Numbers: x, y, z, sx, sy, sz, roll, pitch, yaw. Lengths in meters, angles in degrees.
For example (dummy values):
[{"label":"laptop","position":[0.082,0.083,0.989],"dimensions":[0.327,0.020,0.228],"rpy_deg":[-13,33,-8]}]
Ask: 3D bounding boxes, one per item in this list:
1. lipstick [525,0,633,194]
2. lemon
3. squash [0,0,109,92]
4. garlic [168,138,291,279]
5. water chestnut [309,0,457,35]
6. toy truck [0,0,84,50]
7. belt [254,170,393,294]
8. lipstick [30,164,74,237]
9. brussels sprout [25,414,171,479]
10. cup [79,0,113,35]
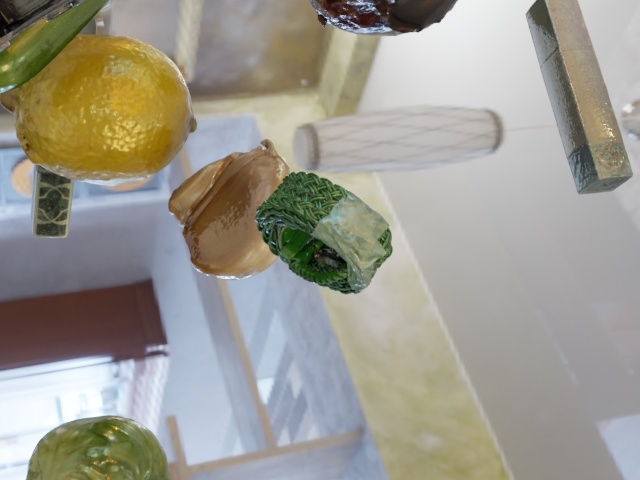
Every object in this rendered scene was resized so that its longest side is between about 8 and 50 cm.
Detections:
[{"label":"lipstick","position":[0.397,-0.231,1.504],"dimensions":[0.068,0.066,0.317],"rpy_deg":[127,-46,-66]},{"label":"lemon","position":[-0.358,-0.211,1.579],"dimensions":[0.245,0.319,0.245],"rpy_deg":[-175,-90,-74]},{"label":"squash","position":[-0.366,-0.354,1.404],"dimensions":[0.379,0.101,0.101],"rpy_deg":[-57,-171,-20]},{"label":"garlic","position":[-0.118,-0.046,1.528],"dimensions":[0.228,0.110,0.217],"rpy_deg":[-40,-128,23]},{"label":"water chestnut","position":[0.129,-0.479,1.584],"dimensions":[0.302,0.350,0.350],"rpy_deg":[38,-45,37]},{"label":"toy truck","position":[-0.322,-0.257,1.018],"dimensions":[0.083,0.192,0.092],"rpy_deg":[59,17,-17]},{"label":"belt","position":[0.000,0.000,1.028],"dimensions":[0.151,0.079,0.121],"rpy_deg":[26,-31,19]},{"label":"lipstick","position":[-0.489,-0.131,1.788],"dimensions":[0.076,0.077,0.290],"rpy_deg":[-112,-150,-44]},{"label":"brussels sprout","position":[-0.351,0.392,1.525],"dimensions":[0.244,0.244,0.244],"rpy_deg":[172,-90,-70]},{"label":"cup","position":[-0.421,-0.407,1.819],"dimensions":[0.116,0.074,0.104],"rpy_deg":[130,-48,-61]}]
